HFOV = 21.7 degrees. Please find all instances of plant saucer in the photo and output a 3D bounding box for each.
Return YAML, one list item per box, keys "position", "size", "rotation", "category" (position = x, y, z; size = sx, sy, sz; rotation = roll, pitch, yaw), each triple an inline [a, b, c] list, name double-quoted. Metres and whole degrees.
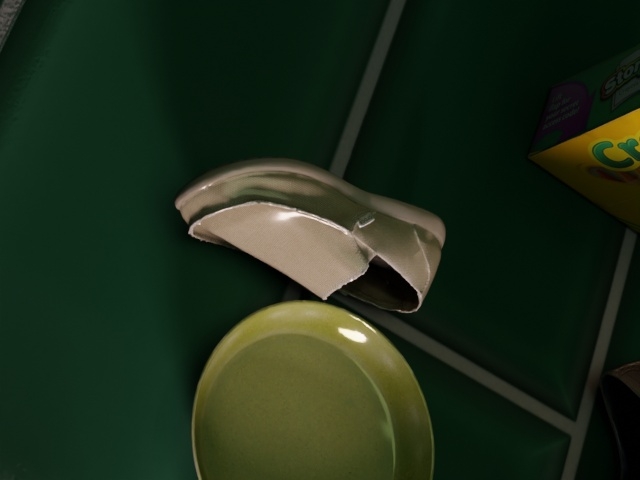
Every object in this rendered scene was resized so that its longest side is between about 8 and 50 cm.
- position: [-0.011, 0.172, 1.428]
  size: [0.241, 0.037, 0.241]
  rotation: [9, 71, -29]
  category: "plant saucer"

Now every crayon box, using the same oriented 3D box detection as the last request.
- position: [0.434, -0.084, 1.586]
  size: [0.313, 0.363, 0.106]
  rotation: [31, 62, -21]
  category: "crayon box"

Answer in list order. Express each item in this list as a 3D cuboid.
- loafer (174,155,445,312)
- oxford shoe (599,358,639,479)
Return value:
- position: [0.000, 0.000, 1.444]
  size: [0.268, 0.102, 0.092]
  rotation: [12, 59, -30]
  category: "loafer"
- position: [0.346, 0.282, 1.563]
  size: [0.132, 0.130, 0.364]
  rotation: [2, 59, -25]
  category: "oxford shoe"
